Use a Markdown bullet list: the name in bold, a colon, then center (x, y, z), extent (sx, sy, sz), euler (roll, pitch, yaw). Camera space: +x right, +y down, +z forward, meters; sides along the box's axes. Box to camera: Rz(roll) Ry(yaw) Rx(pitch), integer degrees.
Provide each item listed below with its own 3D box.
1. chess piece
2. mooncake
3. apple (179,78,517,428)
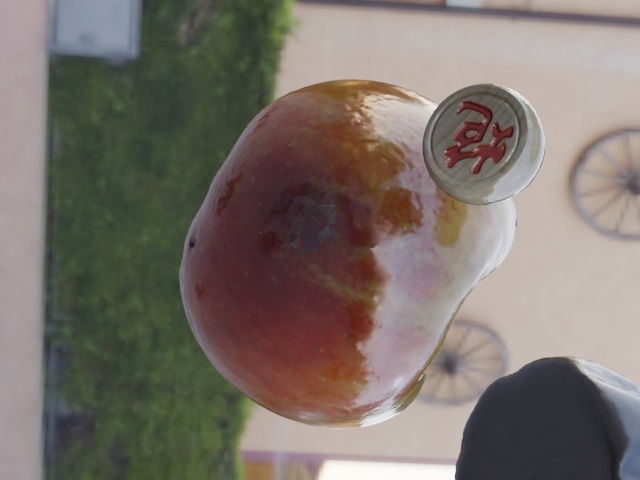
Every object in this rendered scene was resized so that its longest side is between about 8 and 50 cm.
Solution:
- **chess piece**: center (0.110, -0.065, 0.875), extent (0.038, 0.084, 0.083), euler (29, 60, -61)
- **mooncake**: center (0.277, 0.274, 1.433), extent (0.283, 0.141, 0.283), euler (-33, -130, 50)
- **apple**: center (0.000, 0.000, 1.027), extent (0.293, 0.251, 0.163), euler (-58, 159, 1)
